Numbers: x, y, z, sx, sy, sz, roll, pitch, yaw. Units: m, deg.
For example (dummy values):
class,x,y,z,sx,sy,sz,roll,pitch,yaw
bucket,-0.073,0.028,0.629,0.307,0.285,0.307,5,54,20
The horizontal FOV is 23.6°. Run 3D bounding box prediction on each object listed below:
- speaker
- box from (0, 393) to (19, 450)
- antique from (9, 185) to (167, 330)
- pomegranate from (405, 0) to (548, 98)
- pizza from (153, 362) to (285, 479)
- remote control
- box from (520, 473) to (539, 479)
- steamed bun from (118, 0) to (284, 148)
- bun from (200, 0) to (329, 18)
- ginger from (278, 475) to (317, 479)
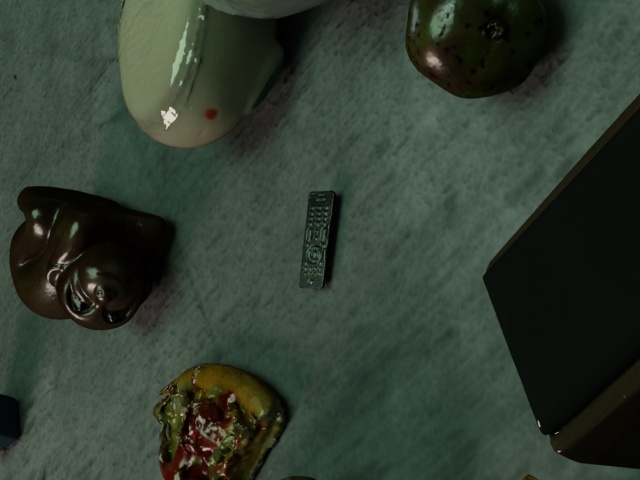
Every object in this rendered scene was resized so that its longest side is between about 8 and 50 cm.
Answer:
class,x,y,z,sx,sy,sz,roll,pitch,yaw
speaker,0.241,0.019,0.924,0.231,0.192,0.153,-51,43,37
box,-0.403,0.211,1.810,0.054,0.099,0.074,-30,55,27
antique,-0.261,0.025,1.661,0.257,0.121,0.143,14,97,55
pomegranate,0.118,-0.169,1.227,0.142,0.114,0.114,-152,78,-78
pizza,-0.111,0.209,1.445,0.201,0.053,0.193,-12,69,51
remote control,0.000,0.000,1.400,0.034,0.016,0.091,0,78,37
box,0.088,0.304,0.960,0.313,0.089,0.197,-36,31,-17
steamed bun,-0.115,-0.199,1.527,0.177,0.131,0.228,-28,58,49
bun,-0.041,-0.367,1.357,0.354,0.194,0.354,-11,65,23
ginger,-0.062,0.275,1.286,0.267,0.152,0.138,-11,41,33
